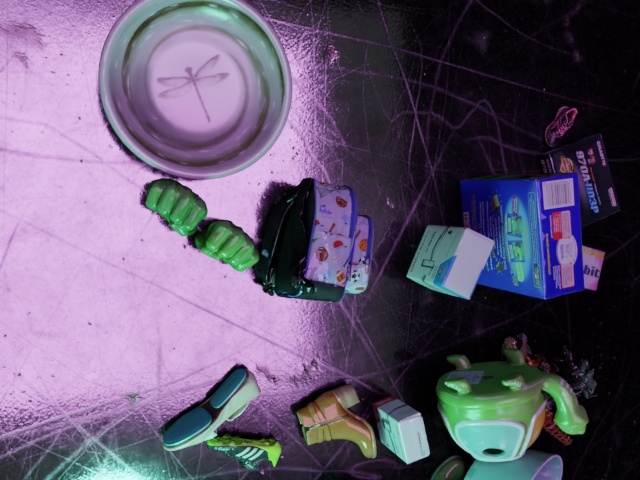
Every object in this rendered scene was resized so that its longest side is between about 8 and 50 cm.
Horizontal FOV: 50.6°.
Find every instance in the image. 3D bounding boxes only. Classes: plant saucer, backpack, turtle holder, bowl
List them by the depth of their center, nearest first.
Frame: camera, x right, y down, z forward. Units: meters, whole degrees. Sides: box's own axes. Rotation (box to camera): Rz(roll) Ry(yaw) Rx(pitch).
[{"bbox_3d":[-0.263,-0.328,1.442,0.401,0.100,0.399,-1,94,-18],"label":"plant saucer"},{"bbox_3d":[0.000,0.000,1.480,0.213,0.277,0.263,5,86,-24],"label":"backpack"},{"bbox_3d":[0.450,0.402,1.652,0.321,0.243,0.227,-11,98,-6],"label":"turtle holder"},{"bbox_3d":[0.456,0.641,1.686,0.312,0.163,0.311,-26,125,-42],"label":"bowl"}]

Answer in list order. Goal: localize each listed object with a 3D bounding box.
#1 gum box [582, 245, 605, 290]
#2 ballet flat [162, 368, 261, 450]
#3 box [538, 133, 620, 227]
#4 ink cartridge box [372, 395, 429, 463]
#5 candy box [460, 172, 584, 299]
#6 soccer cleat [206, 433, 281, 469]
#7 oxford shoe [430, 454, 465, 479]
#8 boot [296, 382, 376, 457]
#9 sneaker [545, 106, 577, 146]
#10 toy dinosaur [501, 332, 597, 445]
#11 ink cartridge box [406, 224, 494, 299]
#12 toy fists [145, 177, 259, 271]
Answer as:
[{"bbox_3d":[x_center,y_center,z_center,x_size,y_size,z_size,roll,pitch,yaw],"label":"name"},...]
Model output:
[{"bbox_3d":[0.652,0.059,1.801,0.189,0.062,0.107,14,89,-19],"label":"gum box"},{"bbox_3d":[-0.235,0.394,1.517,0.248,0.086,0.086,-40,105,-13],"label":"ballet flat"},{"bbox_3d":[0.691,-0.153,1.806,0.175,0.051,0.220,-21,100,-16],"label":"box"},{"bbox_3d":[0.191,0.451,1.623,0.063,0.150,0.109,-16,99,-17],"label":"ink cartridge box"},{"bbox_3d":[0.465,-0.021,1.597,0.122,0.317,0.267,-8,97,-20],"label":"candy box"},{"bbox_3d":[-0.175,0.486,1.550,0.179,0.060,0.072,11,92,-22],"label":"soccer cleat"},{"bbox_3d":[0.316,0.655,1.710,0.083,0.096,0.227,29,82,-17],"label":"oxford shoe"},{"bbox_3d":[0.038,0.456,1.616,0.153,0.073,0.197,-24,89,-17],"label":"boot"},{"bbox_3d":[0.634,-0.300,1.774,0.047,0.057,0.119,28,86,-20],"label":"sneaker"},{"bbox_3d":[0.589,0.383,1.784,0.219,0.164,0.321,-25,120,-1],"label":"toy dinosaur"},{"bbox_3d":[0.303,0.047,1.608,0.086,0.203,0.148,25,85,-17],"label":"ink cartridge box"},{"bbox_3d":[-0.252,-0.033,1.443,0.279,0.142,0.096,40,81,-17],"label":"toy fists"}]
